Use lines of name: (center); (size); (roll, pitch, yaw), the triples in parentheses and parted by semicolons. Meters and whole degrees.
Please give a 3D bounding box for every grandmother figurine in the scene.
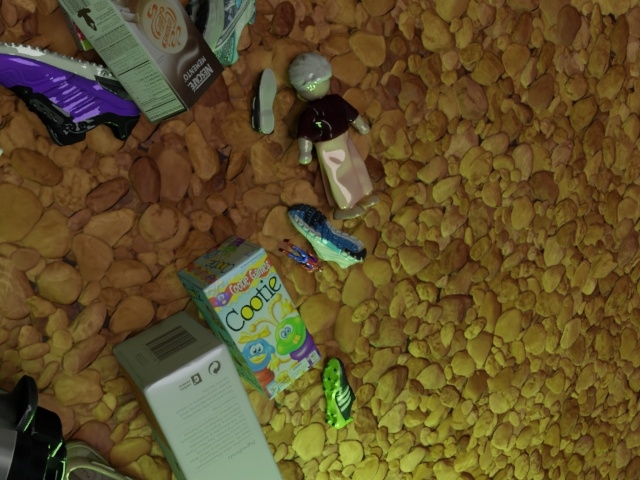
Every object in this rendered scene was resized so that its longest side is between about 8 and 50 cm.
grandmother figurine: (0.018, -0.216, 1.409); (0.208, 0.104, 0.342); (-41, 118, -49)

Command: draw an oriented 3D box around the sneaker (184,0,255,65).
sneaker: (-0.172, -0.457, 1.255); (0.122, 0.110, 0.282); (13, 96, -50)

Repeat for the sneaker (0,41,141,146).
sneaker: (-0.435, -0.230, 1.127); (0.293, 0.102, 0.146); (9, 96, -32)

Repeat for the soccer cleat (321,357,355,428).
soccer cleat: (0.045, 0.342, 1.561); (0.072, 0.060, 0.178); (-16, 114, -37)

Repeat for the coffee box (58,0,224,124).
coffee box: (-0.286, -0.335, 1.122); (0.246, 0.098, 0.141); (55, 42, -28)

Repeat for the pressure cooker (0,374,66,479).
pressure cooker: (-0.600, 0.367, 0.984); (0.420, 0.370, 0.375); (33, 46, -34)

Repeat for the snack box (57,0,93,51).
snack box: (-0.363, -0.394, 1.174); (0.141, 0.037, 0.100); (-28, 114, -24)

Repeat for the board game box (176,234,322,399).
board game box: (-0.137, 0.149, 1.357); (0.142, 0.144, 0.275); (-37, 117, -20)

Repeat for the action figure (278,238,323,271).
action figure: (-0.036, 0.038, 1.464); (0.115, 0.030, 0.038); (34, 77, -33)

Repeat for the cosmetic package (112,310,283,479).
cosmetic package: (-0.211, 0.386, 1.313); (0.162, 0.230, 0.453); (-29, 112, -22)

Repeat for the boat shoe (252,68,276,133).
boat shoe: (-0.113, -0.273, 1.348); (0.046, 0.038, 0.125); (-14, 109, -48)

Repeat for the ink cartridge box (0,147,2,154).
ink cartridge box: (-0.601, -0.050, 1.004); (0.117, 0.207, 0.283); (34, 83, -30)

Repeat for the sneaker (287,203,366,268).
sneaker: (0.000, 0.000, 1.456); (0.191, 0.083, 0.071); (38, 46, -11)

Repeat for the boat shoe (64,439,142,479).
boat shoe: (-0.385, 0.498, 1.307); (0.109, 0.098, 0.302); (-45, 118, -16)
